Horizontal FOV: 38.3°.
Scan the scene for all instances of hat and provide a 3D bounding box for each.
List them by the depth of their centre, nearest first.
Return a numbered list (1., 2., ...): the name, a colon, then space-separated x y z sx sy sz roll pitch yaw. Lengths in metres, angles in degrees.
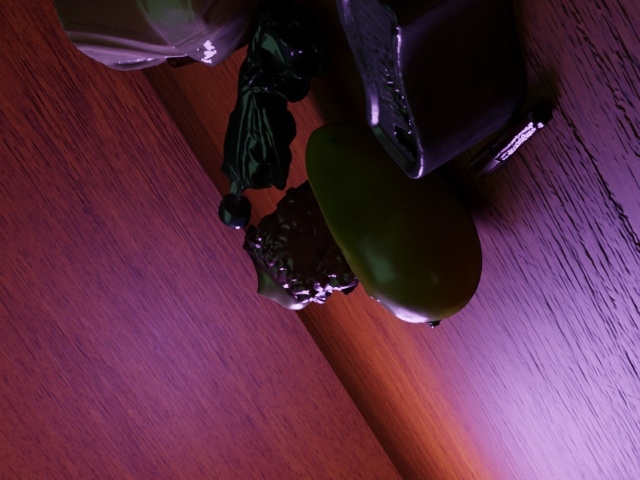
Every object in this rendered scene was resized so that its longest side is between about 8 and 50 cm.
1. hat: -0.198 -0.323 1.100 0.164 0.226 0.219 -12 86 61

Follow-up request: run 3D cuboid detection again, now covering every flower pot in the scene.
1. flower pot: 0.089 -0.154 0.741 0.103 0.108 0.229 51 168 34

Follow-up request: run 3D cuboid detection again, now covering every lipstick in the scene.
1. lipstick: 0.168 -0.088 0.820 0.027 0.027 0.176 55 169 4

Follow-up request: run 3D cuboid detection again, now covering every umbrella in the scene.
1. umbrella: -0.071 -0.153 1.202 0.143 0.094 0.348 -99 21 -47

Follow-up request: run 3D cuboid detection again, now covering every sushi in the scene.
1. sushi: 0.000 0.000 1.339 0.171 0.236 0.270 48 167 -3

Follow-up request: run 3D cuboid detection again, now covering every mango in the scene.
1. mango: 0.087 -0.021 1.075 0.273 0.149 0.185 56 179 39

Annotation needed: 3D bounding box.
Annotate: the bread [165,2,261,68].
1. bread: -0.196 -0.362 1.436 0.165 0.113 0.416 58 169 -18
